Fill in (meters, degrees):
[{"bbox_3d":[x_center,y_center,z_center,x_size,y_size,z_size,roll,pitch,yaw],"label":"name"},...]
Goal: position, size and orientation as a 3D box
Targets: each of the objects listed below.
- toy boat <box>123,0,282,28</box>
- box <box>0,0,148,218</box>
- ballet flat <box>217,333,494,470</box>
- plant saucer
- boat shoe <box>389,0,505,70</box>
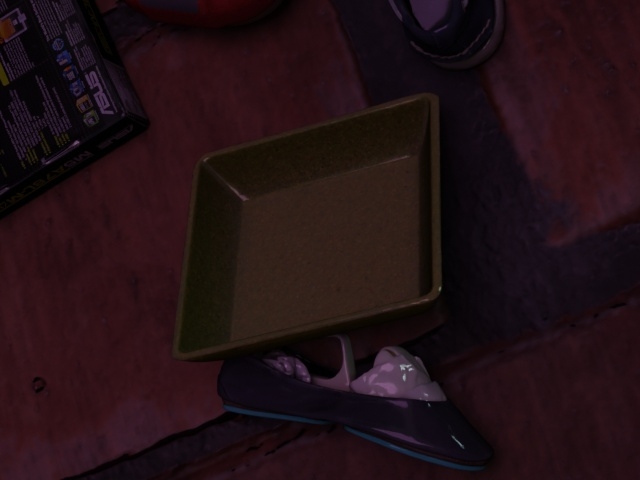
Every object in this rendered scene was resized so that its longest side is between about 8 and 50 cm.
[{"bbox_3d":[-0.089,-0.275,1.197,0.151,0.151,0.231,9,83,22],"label":"toy boat"},{"bbox_3d":[-0.248,-0.124,1.290,0.184,0.045,0.190,-32,71,16],"label":"box"},{"bbox_3d":[0.023,0.099,1.123,0.203,0.074,0.074,12,84,25],"label":"ballet flat"},{"bbox_3d":[0.000,0.000,1.136,0.188,0.045,0.188,-14,46,19],"label":"plant saucer"},{"bbox_3d":[0.066,-0.244,1.169,0.095,0.079,0.254,-11,76,20],"label":"boat shoe"}]
